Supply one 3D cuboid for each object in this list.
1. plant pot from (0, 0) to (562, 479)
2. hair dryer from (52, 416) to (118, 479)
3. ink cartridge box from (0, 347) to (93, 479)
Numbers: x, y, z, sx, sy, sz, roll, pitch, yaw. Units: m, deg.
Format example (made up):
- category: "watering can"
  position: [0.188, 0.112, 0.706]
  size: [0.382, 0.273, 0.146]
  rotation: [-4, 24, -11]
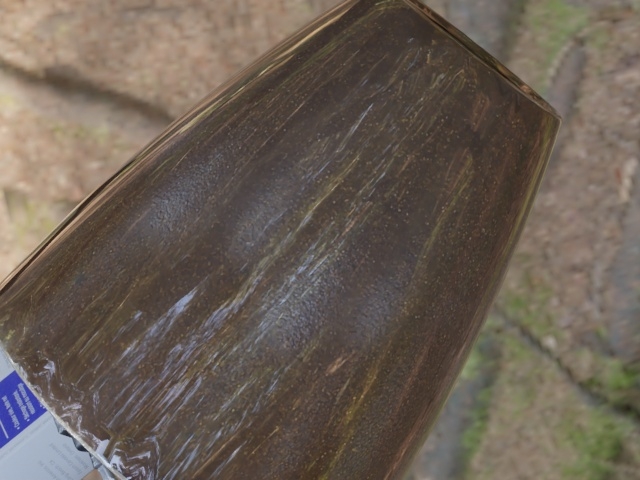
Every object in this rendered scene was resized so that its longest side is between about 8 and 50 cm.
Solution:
- category: "plant pot"
  position: [0.000, 0.000, 0.871]
  size: [0.215, 0.215, 0.230]
  rotation: [44, 101, 29]
- category: "hair dryer"
  position: [-0.017, 0.154, 1.009]
  size: [0.080, 0.224, 0.293]
  rotation: [-62, 37, 35]
- category: "ink cartridge box"
  position: [-0.196, 0.101, 1.288]
  size: [0.065, 0.333, 0.165]
  rotation: [54, 178, -35]
